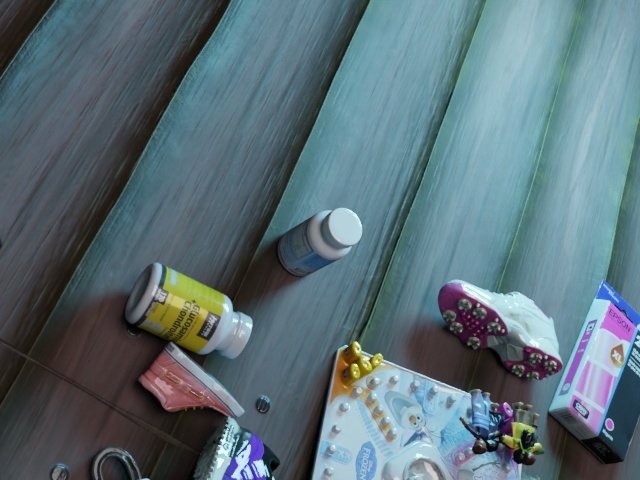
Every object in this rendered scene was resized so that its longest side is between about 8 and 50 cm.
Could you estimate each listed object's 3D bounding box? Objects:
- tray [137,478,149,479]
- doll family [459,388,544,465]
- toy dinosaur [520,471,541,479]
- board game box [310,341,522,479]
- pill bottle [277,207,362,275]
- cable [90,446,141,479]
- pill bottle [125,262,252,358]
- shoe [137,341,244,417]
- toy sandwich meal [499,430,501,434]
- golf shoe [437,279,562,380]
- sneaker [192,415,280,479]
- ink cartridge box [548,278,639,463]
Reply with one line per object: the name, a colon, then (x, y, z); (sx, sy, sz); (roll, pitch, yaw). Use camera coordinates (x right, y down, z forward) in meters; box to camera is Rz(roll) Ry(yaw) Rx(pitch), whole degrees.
tray: (-0.263, 0.472, 1.330); (0.145, 0.030, 0.270); (-2, 81, -50)
doll family: (0.314, 0.331, 1.687); (0.193, 0.076, 0.111); (16, 61, -13)
toy dinosaur: (0.314, 0.445, 1.777); (0.268, 0.064, 0.118); (24, 54, -28)
board game box: (0.177, 0.403, 1.647); (0.390, 0.050, 0.390); (23, 55, -15)
pill bottle: (0.000, 0.000, 1.669); (0.087, 0.160, 0.087); (12, 67, -30)
cable: (-0.246, 0.435, 1.434); (0.287, 0.072, 0.139); (42, 72, 1)
pill bottle: (-0.203, 0.116, 1.530); (0.184, 0.103, 0.103); (28, 60, -22)
shoe: (-0.200, 0.238, 1.519); (0.081, 0.063, 0.178); (-47, 120, -6)
toy sandwich meal: (0.330, 0.366, 1.822); (0.085, 0.029, 0.086); (-13, 90, -78)
golf shoe: (0.344, 0.148, 1.885); (0.306, 0.115, 0.140); (36, 46, -25)
sneaker: (-0.123, 0.392, 1.421); (0.146, 0.102, 0.293); (35, 34, -10)
ink cartridge box: (0.606, 0.261, 2.034); (0.175, 0.069, 0.371); (42, 53, -13)
